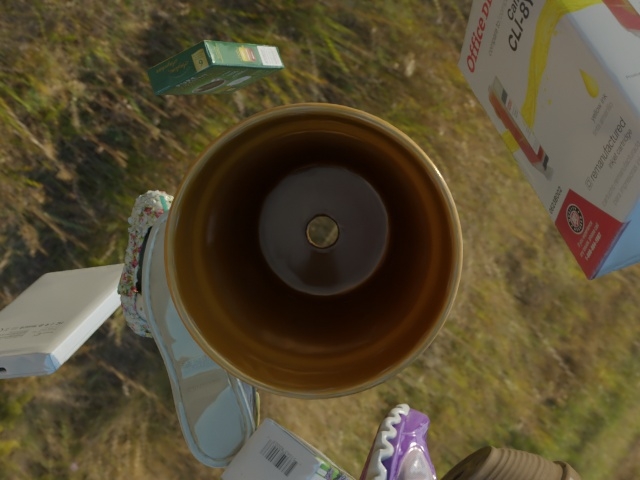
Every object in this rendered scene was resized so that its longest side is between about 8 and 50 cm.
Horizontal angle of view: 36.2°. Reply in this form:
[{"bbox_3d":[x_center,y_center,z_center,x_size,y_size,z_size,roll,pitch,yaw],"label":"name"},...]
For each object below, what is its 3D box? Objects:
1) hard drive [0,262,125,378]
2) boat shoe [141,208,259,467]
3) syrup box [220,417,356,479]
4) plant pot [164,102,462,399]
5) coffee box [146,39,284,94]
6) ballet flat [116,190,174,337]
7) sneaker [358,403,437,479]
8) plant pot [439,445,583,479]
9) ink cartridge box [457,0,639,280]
[{"bbox_3d":[-0.434,0.125,1.562,0.307,0.203,0.040,-56,135,-62],"label":"hard drive"},{"bbox_3d":[-0.146,0.119,1.238,0.117,0.324,0.097,-14,174,3],"label":"boat shoe"},{"bbox_3d":[-0.026,0.308,1.236,0.096,0.093,0.237,-52,153,-7],"label":"syrup box"},{"bbox_3d":[0.000,0.000,0.759,0.205,0.205,0.188,-58,180,7],"label":"plant pot"},{"bbox_3d":[-0.146,-0.245,1.400,0.113,0.040,0.184,-19,178,32],"label":"coffee box"},{"bbox_3d":[-0.232,0.047,1.361,0.091,0.077,0.241,-9,121,-23],"label":"ballet flat"},{"bbox_3d":[0.073,0.230,0.753,0.236,0.105,0.095,-74,177,-53],"label":"sneaker"},{"bbox_3d":[0.210,0.343,1.253,0.237,0.109,0.237,-41,177,-2],"label":"plant pot"},{"bbox_3d":[0.338,-0.190,1.215,0.160,0.384,0.279,-18,152,-13],"label":"ink cartridge box"}]
